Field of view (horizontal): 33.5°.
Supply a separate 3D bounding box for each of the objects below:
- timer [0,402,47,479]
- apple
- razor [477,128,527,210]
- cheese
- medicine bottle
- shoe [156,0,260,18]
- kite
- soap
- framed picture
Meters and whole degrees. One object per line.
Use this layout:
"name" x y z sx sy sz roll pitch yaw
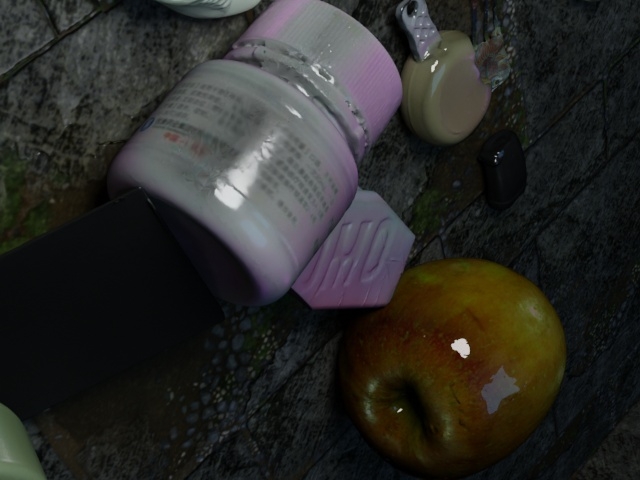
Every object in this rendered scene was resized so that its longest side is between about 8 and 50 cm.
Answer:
"timer" -0.387 0.364 1.152 0.291 0.315 0.290 -25 133 -30
"apple" 0.222 0.204 1.791 0.374 0.374 0.384 -22 164 -40
"razor" 0.331 -0.127 1.906 0.090 0.054 0.148 -47 142 -24
"cheese" 0.176 -0.264 1.610 0.163 0.082 0.286 -49 141 -17
"medicine bottle" -0.071 -0.112 1.279 0.324 0.256 0.256 -55 144 -22
"shoe" -0.141 -0.295 1.194 0.265 0.110 0.095 2 111 -47
"kite" 0.267 -0.322 1.733 0.127 0.016 0.229 -43 141 -26
"soap" 0.000 0.000 1.559 0.324 0.109 0.192 3 111 -50
"framed picture" -0.304 0.093 1.221 0.339 0.014 0.255 -27 138 0
